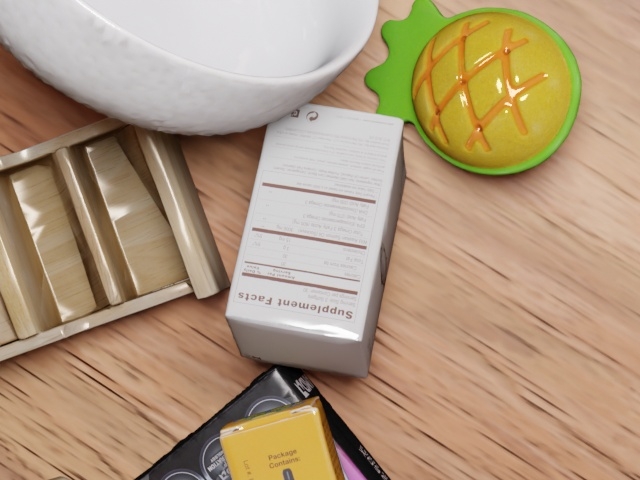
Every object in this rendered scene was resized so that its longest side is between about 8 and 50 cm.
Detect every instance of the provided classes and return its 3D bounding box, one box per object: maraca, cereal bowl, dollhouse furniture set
[{"bbox_3d":[0.116,-0.121,1.262,0.185,0.099,0.127,23,94,33],"label":"maraca"},{"bbox_3d":[-0.133,-0.208,1.199,0.339,0.339,0.141,45,130,3],"label":"cereal bowl"},{"bbox_3d":[-0.244,0.016,1.170,0.256,0.394,0.362,-20,91,9],"label":"dollhouse furniture set"}]

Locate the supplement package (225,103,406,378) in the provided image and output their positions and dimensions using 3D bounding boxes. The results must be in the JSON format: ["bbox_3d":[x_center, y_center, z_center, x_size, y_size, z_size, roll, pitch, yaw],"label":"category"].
[{"bbox_3d":[0.000,0.000,1.248,0.105,0.105,0.179,9,71,7],"label":"supplement package"}]

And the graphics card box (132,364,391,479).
[{"bbox_3d":[0.000,0.305,1.307,0.233,0.094,0.371,-39,87,7],"label":"graphics card box"}]

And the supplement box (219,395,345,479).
[{"bbox_3d":[-0.004,0.238,1.219,0.078,0.080,0.233,-16,92,6],"label":"supplement box"}]
